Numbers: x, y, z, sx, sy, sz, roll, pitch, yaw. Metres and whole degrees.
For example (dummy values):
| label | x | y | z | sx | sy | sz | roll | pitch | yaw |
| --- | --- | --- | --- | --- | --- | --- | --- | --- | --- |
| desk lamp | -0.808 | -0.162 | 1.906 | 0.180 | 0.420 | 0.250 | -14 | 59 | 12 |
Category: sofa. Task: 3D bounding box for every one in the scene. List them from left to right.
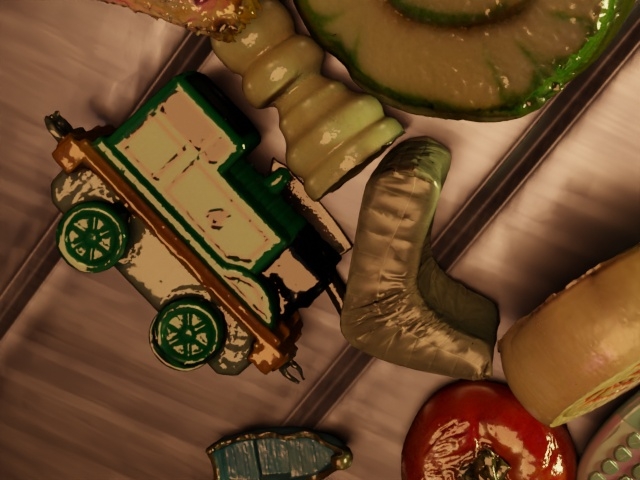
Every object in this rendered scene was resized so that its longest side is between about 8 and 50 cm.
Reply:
| label | x | y | z | sx | sy | sz | roll | pitch | yaw |
| --- | --- | --- | --- | --- | --- | --- | --- | --- | --- |
| sofa | 0.131 | 0.015 | 1.444 | 0.176 | 0.210 | 0.225 | 13 | 104 | 8 |

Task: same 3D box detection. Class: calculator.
| label | x | y | z | sx | sy | sz | roll | pitch | yaw |
| --- | --- | --- | --- | --- | --- | --- | --- | --- | --- |
| calculator | 0.435 | 0.234 | 1.516 | 0.299 | 0.041 | 0.185 | -43 | 106 | 15 |

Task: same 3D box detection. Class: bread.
| label | x | y | z | sx | sy | sz | roll | pitch | yaw |
| --- | --- | --- | --- | --- | --- | --- | --- | --- | --- |
| bread | 0.145 | -0.318 | 1.368 | 0.366 | 0.129 | 0.382 | -2 | 111 | 25 |

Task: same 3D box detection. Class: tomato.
| label | x | y | z | sx | sy | sz | roll | pitch | yaw |
| --- | --- | --- | --- | --- | --- | --- | --- | --- | --- |
| tomato | 0.196 | 0.283 | 1.554 | 0.228 | 0.101 | 0.228 | 2 | 100 | 9 |

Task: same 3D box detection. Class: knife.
| label | x | y | z | sx | sy | sz | roll | pitch | yaw |
| --- | --- | --- | --- | --- | --- | --- | --- | --- | --- |
| knife | 0.000 | 0.000 | 1.558 | 0.060 | 0.028 | 0.230 | -32 | 92 | 9 |

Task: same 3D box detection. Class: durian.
| label | x | y | z | sx | sy | sz | roll | pitch | yaw |
| --- | --- | --- | --- | --- | --- | --- | --- | --- | --- |
| durian | -0.191 | -0.328 | 1.445 | 0.341 | 0.112 | 0.191 | 17 | 79 | 22 |

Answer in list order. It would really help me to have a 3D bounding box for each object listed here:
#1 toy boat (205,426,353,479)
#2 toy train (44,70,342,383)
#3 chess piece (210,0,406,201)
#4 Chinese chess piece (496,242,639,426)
| label | x | y | z | sx | sy | sz | roll | pitch | yaw |
| --- | --- | --- | --- | --- | --- | --- | --- | --- | --- |
| toy boat | -0.048 | 0.273 | 1.600 | 0.185 | 0.077 | 0.075 | -6 | 101 | 11 |
| toy train | -0.137 | -0.020 | 1.499 | 0.249 | 0.178 | 0.429 | -43 | 92 | 11 |
| chess piece | -0.029 | -0.175 | 1.476 | 0.133 | 0.133 | 0.243 | -39 | 88 | 15 |
| Chinese chess piece | 0.323 | 0.094 | 1.402 | 0.270 | 0.270 | 0.112 | -36 | 72 | 15 |
